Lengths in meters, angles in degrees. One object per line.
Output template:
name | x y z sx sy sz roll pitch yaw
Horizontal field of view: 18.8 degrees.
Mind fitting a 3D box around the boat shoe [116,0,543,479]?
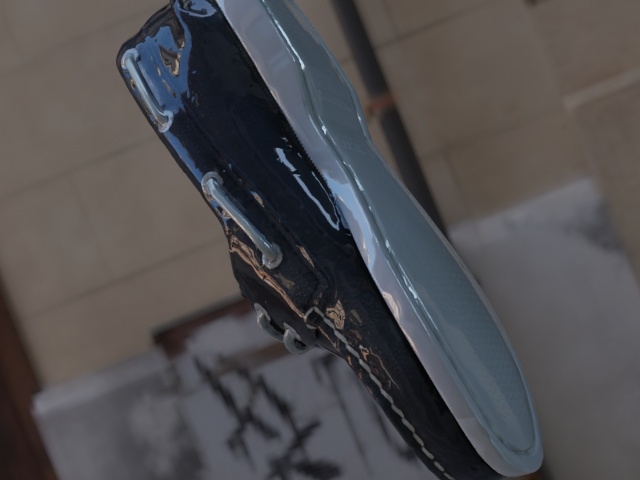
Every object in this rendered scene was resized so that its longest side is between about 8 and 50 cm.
boat shoe | 0.000 0.000 0.914 0.091 0.302 0.114 -37 -30 16
